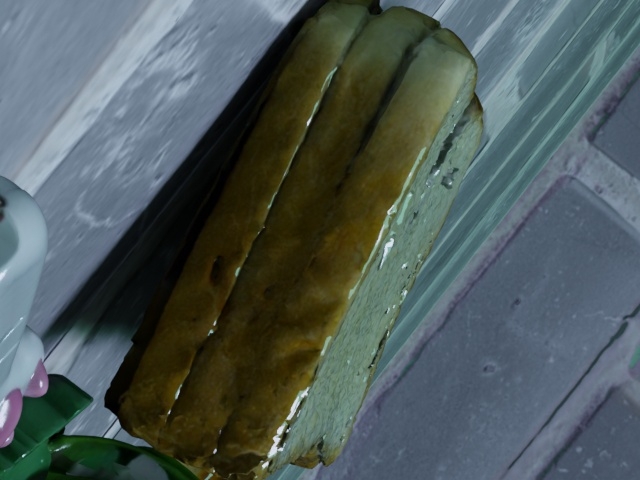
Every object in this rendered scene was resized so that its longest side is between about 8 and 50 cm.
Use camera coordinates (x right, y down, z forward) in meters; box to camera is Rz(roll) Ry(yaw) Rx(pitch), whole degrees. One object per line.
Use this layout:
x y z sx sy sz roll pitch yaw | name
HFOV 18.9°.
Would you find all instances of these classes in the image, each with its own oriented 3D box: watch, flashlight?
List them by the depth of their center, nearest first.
-0.131 0.040 0.709 0.093 0.047 0.200 -47 171 -29 | flashlight
-0.128 0.163 0.903 0.131 0.152 0.165 -56 173 33 | watch

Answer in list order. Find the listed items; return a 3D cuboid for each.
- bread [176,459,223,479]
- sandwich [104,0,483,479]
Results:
-0.038 0.092 1.445 0.226 0.049 0.088 -52 172 -1 | bread
0.001 0.001 1.020 0.249 0.095 0.273 -64 172 -1 | sandwich
